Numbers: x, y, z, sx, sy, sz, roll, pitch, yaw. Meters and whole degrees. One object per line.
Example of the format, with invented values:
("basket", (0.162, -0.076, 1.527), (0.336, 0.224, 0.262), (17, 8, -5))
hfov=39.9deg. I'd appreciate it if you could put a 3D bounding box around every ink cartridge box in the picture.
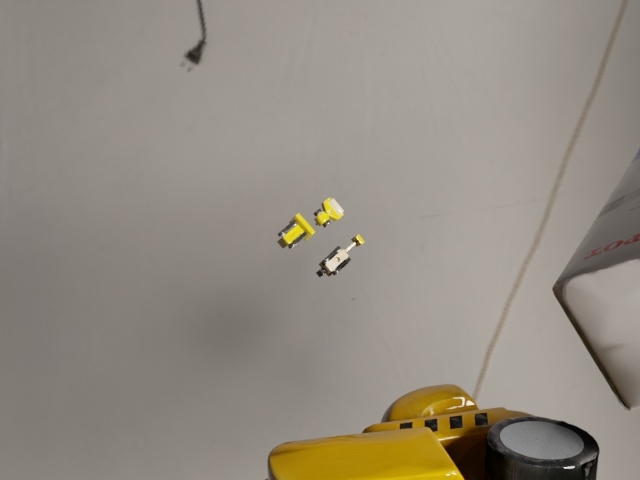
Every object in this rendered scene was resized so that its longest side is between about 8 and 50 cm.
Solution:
("ink cartridge box", (0.455, -0.020, 0.921), (0.285, 0.395, 0.166), (-24, 102, 42))

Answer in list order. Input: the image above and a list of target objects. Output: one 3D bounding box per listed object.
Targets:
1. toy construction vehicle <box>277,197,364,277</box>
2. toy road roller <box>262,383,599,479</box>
("toy construction vehicle", (0.000, 0.000, 1.076), (0.086, 0.098, 0.035), (47, 144, -1))
("toy road roller", (0.083, 0.252, 0.817), (0.329, 0.240, 0.203), (-4, 105, -13))
